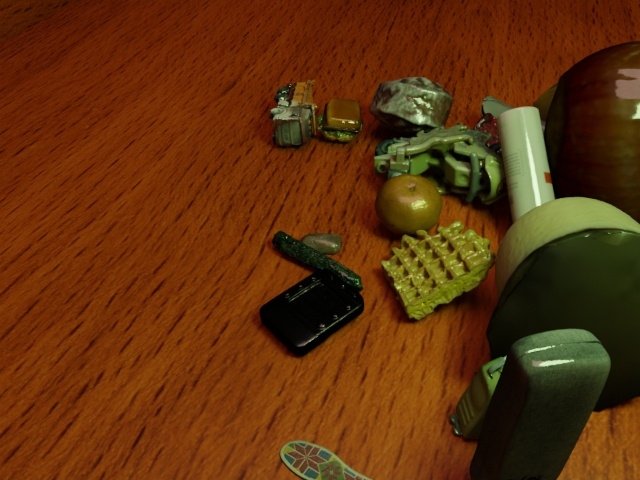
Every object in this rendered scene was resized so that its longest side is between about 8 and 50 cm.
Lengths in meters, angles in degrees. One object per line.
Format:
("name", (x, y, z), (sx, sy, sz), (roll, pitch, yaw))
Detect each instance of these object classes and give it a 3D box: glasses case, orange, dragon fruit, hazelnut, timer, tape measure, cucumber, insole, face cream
("glasses case", (0.310, 0.262, 0.885), (0.131, 0.323, 0.074), (-5, 38, -11))
("orange", (0.207, -0.079, 1.438), (0.158, 0.136, 0.159), (-1, 53, 1))
("dragon fruit", (0.481, -0.273, 1.713), (0.102, 0.096, 0.147), (-34, 80, -20))
("hazelnut", (0.699, -0.225, 1.377), (0.402, 0.429, 0.402), (-4, 20, 2))
("timer", (-0.015, 0.145, 1.245), (0.187, 0.055, 0.144), (-31, 46, -25))
("tape measure", (0.318, 0.259, 1.017), (0.154, 0.177, 0.087), (6, 42, -9))
("cucumber", (-0.008, 0.046, 1.364), (0.256, 0.044, 0.043), (29, 92, 29))
("glasses case", (0.584, -0.301, 1.721), (0.308, 0.128, 0.083), (35, 77, 35))
("insole", (0.019, 0.381, 0.995), (0.193, 0.006, 0.065), (22, 45, 25))
("face cream", (0.479, -0.127, 1.394), (0.101, 0.102, 0.346), (-6, 82, -6))

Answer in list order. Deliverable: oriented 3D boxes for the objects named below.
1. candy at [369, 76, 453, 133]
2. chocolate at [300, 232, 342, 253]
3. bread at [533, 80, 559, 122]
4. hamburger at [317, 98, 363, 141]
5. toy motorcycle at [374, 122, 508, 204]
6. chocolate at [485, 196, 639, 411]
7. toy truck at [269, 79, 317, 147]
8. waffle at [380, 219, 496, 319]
("candy", (0.258, -0.383, 1.730), (0.214, 0.157, 0.289), (15, 9, -14))
("chocolate", (0.000, 0.000, 1.432), (0.100, 0.031, 0.064), (5, 36, 9))
("bread", (0.739, -0.378, 1.722), (0.269, 0.195, 0.143), (-17, 19, 33))
("hamburger", (0.058, -0.354, 1.803), (0.137, 0.087, 0.166), (8, 40, 1))
("toy motorcycle", (0.332, -0.192, 1.557), (0.410, 0.169, 0.237), (5, 34, 15))
("chocolate", (0.473, 0.089, 1.135), (0.314, 0.326, 0.297), (24, 17, -5))
("toy truck", (-0.072, -0.384, 1.832), (0.135, 0.114, 0.270), (-1, 37, 7))
("waffle", (0.245, 0.041, 1.303), (0.229, 0.057, 0.219), (-30, 35, 1))
